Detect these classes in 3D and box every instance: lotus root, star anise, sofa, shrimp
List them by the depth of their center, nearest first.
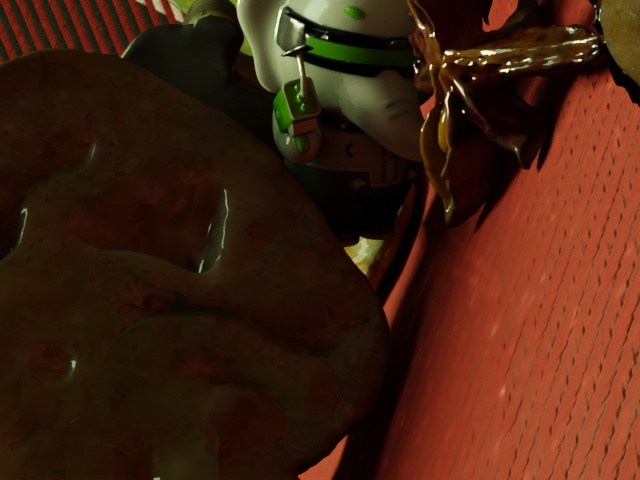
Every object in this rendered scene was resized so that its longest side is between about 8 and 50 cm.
[{"bbox_3d":[-0.153,0.084,0.859,0.111,0.375,0.390,129,147,-62],"label":"lotus root"},{"bbox_3d":[0.106,-0.102,0.879,0.140,0.144,0.158,54,142,25],"label":"star anise"},{"bbox_3d":[0.008,-0.014,1.121,0.145,0.059,0.254,-61,11,10],"label":"shrimp"},{"bbox_3d":[-0.116,-0.062,1.297,0.258,0.182,0.200,-64,8,11],"label":"sofa"}]

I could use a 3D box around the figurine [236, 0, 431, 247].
[{"bbox_3d":[0.024,-0.092,0.951,0.126,0.147,0.192,33,125,59],"label":"figurine"}]

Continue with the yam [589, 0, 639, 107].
[{"bbox_3d":[0.148,-0.084,0.539,0.084,0.084,0.127,-66,14,-7],"label":"yam"}]

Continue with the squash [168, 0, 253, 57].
[{"bbox_3d":[-0.065,-0.333,1.532,0.310,0.309,0.310,-60,12,21],"label":"squash"}]
